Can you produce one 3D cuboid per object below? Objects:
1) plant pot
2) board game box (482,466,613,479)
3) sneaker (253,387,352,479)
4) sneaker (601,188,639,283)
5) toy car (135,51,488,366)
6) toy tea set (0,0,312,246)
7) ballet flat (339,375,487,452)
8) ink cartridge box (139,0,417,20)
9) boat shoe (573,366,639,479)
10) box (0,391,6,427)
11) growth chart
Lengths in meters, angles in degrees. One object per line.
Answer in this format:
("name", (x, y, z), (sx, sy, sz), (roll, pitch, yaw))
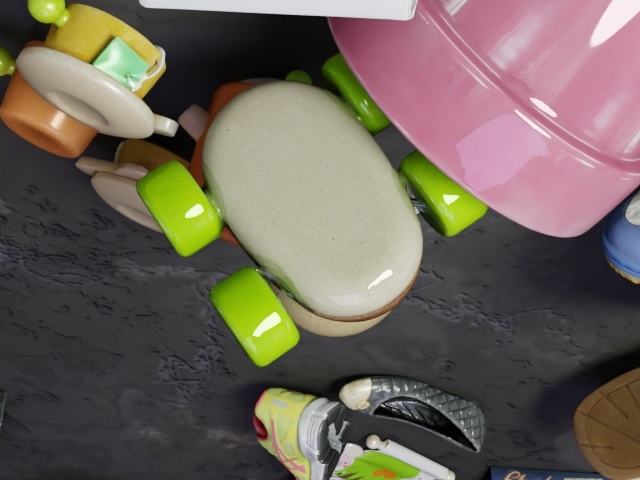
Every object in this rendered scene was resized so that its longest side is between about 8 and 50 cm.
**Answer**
("plant pot", (0.134, -0.134, 0.606), (0.201, 0.201, 0.180), (25, 123, -31))
("board game box", (0.264, 0.355, 1.431), (0.165, 0.042, 0.243), (4, 146, -6))
("sneaker", (-0.023, 0.203, 1.198), (0.094, 0.081, 0.208), (20, 152, 13))
("sneaker", (0.340, -0.054, 0.793), (0.296, 0.112, 0.131), (-15, 136, 6))
("toy car", (0.000, 0.000, 0.692), (0.155, 0.149, 0.188), (-34, 162, -7))
("toy tea set", (-0.122, -0.113, 0.728), (0.200, 0.124, 0.336), (14, 161, 38))
("ballet flat", (0.099, 0.175, 1.164), (0.173, 0.049, 0.057), (16, 142, -21))
("ink cartridge box", (-0.016, -0.203, 0.501), (0.128, 0.176, 0.127), (2, 145, -2))
("boat shoe", (0.401, 0.124, 1.051), (0.342, 0.123, 0.123), (-35, 162, 34))
("box", (-0.439, 0.207, 1.226), (0.184, 0.045, 0.190), (12, 145, -12))
("growth chart", (0.040, 0.299, 1.366), (0.172, 0.021, 0.237), (23, 135, -31))
